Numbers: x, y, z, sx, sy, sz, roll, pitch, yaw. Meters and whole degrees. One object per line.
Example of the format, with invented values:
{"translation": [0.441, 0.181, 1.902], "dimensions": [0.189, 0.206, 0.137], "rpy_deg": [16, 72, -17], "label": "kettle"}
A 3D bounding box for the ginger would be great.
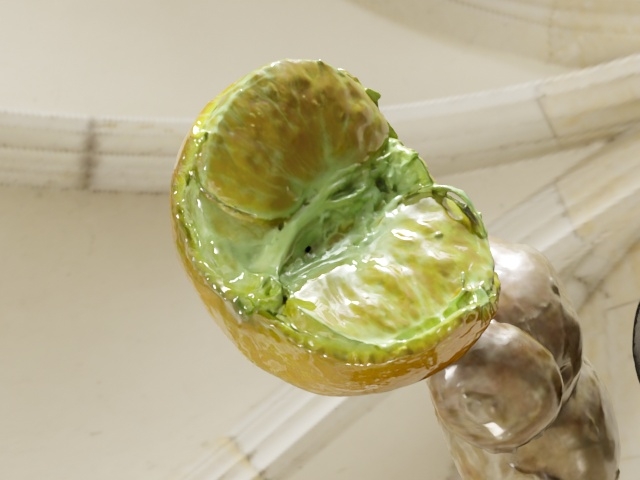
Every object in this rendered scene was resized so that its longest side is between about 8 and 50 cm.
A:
{"translation": [0.150, 0.110, 1.086], "dimensions": [0.304, 0.155, 0.245], "rpy_deg": [53, -159, -56], "label": "ginger"}

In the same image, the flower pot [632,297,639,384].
{"translation": [0.409, 0.057, 1.127], "dimensions": [0.269, 0.269, 0.166], "rpy_deg": [49, -152, -10], "label": "flower pot"}

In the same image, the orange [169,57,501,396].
{"translation": [0.000, 0.005, 0.871], "dimensions": [0.237, 0.158, 0.179], "rpy_deg": [46, -128, 12], "label": "orange"}
